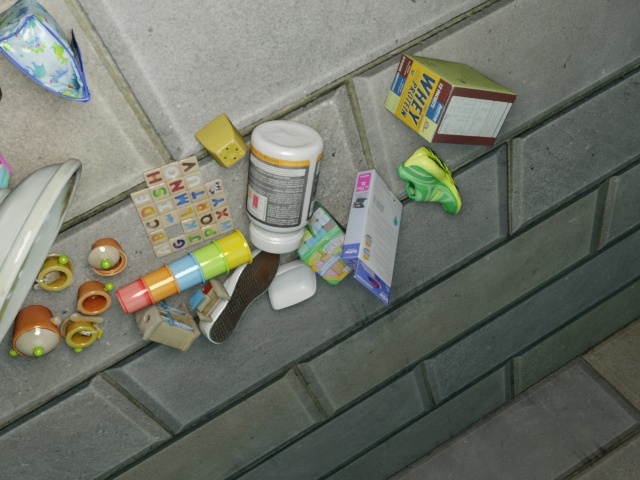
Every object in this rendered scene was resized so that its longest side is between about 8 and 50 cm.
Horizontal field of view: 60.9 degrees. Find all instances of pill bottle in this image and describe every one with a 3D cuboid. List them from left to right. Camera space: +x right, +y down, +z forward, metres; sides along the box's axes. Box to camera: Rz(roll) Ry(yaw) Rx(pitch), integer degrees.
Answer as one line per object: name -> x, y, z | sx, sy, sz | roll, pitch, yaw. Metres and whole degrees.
pill bottle -> -0.089, -0.118, 1.245 | 0.162, 0.162, 0.278 | -9, 130, -26

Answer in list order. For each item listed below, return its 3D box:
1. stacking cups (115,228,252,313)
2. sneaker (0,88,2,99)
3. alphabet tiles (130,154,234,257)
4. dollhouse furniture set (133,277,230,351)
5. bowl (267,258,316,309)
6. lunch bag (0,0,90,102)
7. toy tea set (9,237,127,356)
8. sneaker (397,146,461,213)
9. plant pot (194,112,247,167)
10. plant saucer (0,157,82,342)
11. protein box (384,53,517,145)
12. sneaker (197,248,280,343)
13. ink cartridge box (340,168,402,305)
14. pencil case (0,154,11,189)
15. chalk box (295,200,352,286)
stacking cups -> -0.324, 0.071, 1.289 | 0.316, 0.096, 0.096 | -23, 135, -20
sneaker -> -0.534, -0.301, 0.832 | 0.089, 0.170, 0.051 | -36, 176, 33
alphabet tiles -> -0.313, -0.079, 1.248 | 0.198, 0.009, 0.237 | -22, 135, -15
dollhouse furniture set -> -0.345, 0.152, 1.340 | 0.183, 0.129, 0.129 | -50, 135, 8
bowl -> -0.086, 0.114, 1.525 | 0.142, 0.053, 0.142 | -20, 134, -16
lunch bag -> -0.440, -0.305, 0.887 | 0.096, 0.128, 0.151 | -36, 136, 0
toy tea set -> -0.548, 0.142, 1.201 | 0.200, 0.124, 0.336 | 10, 120, -38
sneaker -> 0.305, -0.159, 1.524 | 0.124, 0.109, 0.295 | -26, 143, 23
plant pot -> -0.204, -0.203, 1.157 | 0.082, 0.083, 0.081 | -36, 137, 1
plant saucer -> -0.544, 0.023, 0.941 | 0.101, 0.400, 0.400 | 25, 112, -19
protein box -> 0.302, -0.330, 1.284 | 0.201, 0.199, 0.135 | -3, 127, -31
sneaker -> -0.226, 0.122, 1.426 | 0.290, 0.123, 0.106 | -53, 126, -14
ink cartridge box -> 0.135, -0.006, 1.413 | 0.065, 0.311, 0.186 | -8, 148, 32
pencil case -> -0.611, -0.178, 0.910 | 0.105, 0.104, 0.236 | -21, 136, -17
chalk box -> 0.000, 0.000, 1.426 | 0.132, 0.132, 0.213 | -42, 135, 6
